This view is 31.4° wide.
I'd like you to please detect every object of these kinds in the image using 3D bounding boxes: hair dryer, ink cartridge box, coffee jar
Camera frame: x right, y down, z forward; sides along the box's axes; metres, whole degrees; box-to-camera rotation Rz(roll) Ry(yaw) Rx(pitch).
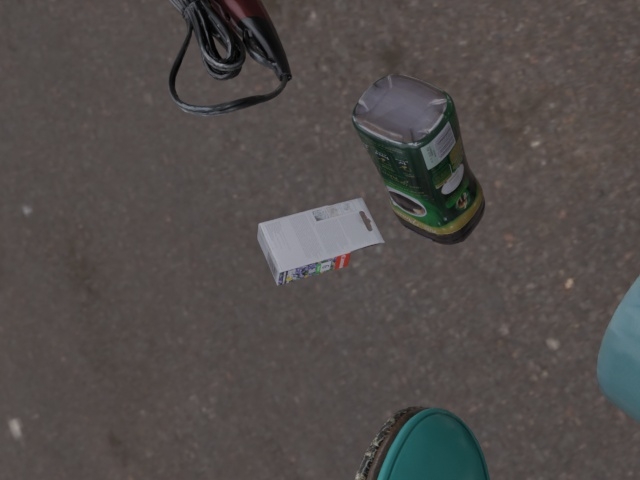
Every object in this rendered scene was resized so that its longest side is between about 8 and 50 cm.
[{"bbox_3d":[-0.092,-0.211,0.887,0.223,0.293,0.080,36,139,-2],"label":"hair dryer"},{"bbox_3d":[0.000,0.000,1.150,0.029,0.115,0.063,100,150,-55],"label":"ink cartridge box"},{"bbox_3d":[0.101,-0.074,1.116,0.096,0.079,0.184,29,161,33],"label":"coffee jar"}]

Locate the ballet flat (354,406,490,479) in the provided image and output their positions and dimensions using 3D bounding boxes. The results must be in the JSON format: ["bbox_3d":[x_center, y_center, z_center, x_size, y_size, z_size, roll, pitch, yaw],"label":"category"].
[{"bbox_3d":[0.066,0.367,0.942,0.182,0.164,0.483,-48,30,35],"label":"ballet flat"}]

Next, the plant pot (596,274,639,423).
[{"bbox_3d":[0.497,0.144,1.266,0.235,0.293,0.293,47,138,43],"label":"plant pot"}]
